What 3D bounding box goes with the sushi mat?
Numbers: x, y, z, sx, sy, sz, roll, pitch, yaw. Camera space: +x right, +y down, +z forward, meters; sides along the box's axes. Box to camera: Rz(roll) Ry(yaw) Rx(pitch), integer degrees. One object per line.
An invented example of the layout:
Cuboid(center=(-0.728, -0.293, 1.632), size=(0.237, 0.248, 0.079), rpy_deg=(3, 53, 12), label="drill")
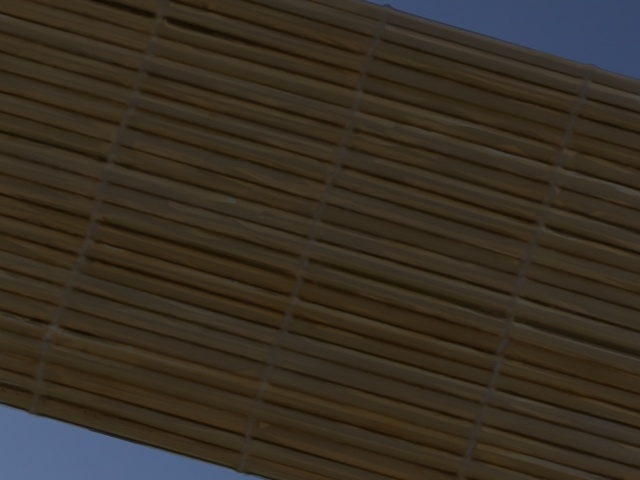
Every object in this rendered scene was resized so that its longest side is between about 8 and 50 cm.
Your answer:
Cuboid(center=(0.000, 0.000, 0.478), size=(0.316, 0.019, 0.151), rpy_deg=(16, -94, -3), label="sushi mat")
